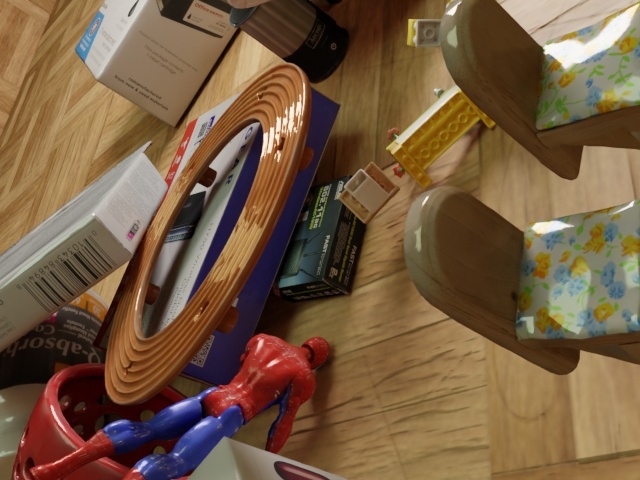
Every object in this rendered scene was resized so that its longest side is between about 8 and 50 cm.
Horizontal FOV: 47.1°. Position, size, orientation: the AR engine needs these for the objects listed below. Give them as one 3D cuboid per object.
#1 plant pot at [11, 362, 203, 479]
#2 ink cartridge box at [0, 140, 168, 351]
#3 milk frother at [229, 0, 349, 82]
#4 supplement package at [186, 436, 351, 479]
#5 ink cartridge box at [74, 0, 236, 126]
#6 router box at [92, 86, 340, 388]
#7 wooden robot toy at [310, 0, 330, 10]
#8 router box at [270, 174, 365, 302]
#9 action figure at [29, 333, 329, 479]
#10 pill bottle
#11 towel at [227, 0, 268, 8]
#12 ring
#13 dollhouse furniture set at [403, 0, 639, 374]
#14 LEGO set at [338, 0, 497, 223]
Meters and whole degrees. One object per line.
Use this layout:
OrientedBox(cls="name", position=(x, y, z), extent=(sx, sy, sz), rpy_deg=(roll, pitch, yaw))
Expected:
OrientedBox(cls="plant pot", position=(-0.215, 0.246, 0.734), extent=(0.174, 0.191, 0.191), rpy_deg=(-62, 33, 10))
OrientedBox(cls="ink cartridge box", position=(-0.338, 0.029, 0.905), extent=(0.324, 0.071, 0.330), rpy_deg=(-35, 17, 11))
OrientedBox(cls="milk frother", position=(-0.052, -0.288, 0.967), extent=(0.143, 0.134, 0.129), rpy_deg=(-10, 57, 50))
OrientedBox(cls="supplement package", position=(-0.039, 0.308, 0.486), extent=(0.204, 0.145, 0.262), rpy_deg=(-51, 35, 14))
OrientedBox(cls="ink cartridge box", position=(-0.256, -0.442, 1.327), extent=(0.395, 0.166, 0.285), rpy_deg=(-56, 34, 6))
OrientedBox(cls="router box", position=(-0.135, -0.008, 0.873), extent=(0.301, 0.082, 0.335), rpy_deg=(-8, 59, 61))
OrientedBox(cls="wooden robot toy", position=(0.014, -0.361, 1.022), extent=(0.173, 0.076, 0.079), rpy_deg=(19, 116, 56))
OrientedBox(cls="router box", position=(0.000, 0.000, 0.765), extent=(0.092, 0.038, 0.122), rpy_deg=(-14, 55, 48))
OrientedBox(cls="action figure", position=(-0.098, 0.178, 0.645), extent=(0.091, 0.280, 0.139), rpy_deg=(37, 139, 31))
OrientedBox(cls="pill bottle", position=(-0.372, 0.200, 0.996), extent=(0.162, 0.162, 0.278), rpy_deg=(-43, 37, 25))
OrientedBox(cls="towel", position=(-0.004, -0.401, 0.914), extent=(0.317, 0.053, 0.332), rpy_deg=(-21, 37, -6))
OrientedBox(cls="ring", position=(-0.102, -0.008, 0.665), extent=(0.336, 0.032, 0.337), rpy_deg=(-44, 30, 33))
OrientedBox(cls="dollhouse furniture set", position=(0.204, -0.169, 0.309), extent=(0.362, 0.256, 0.394), rpy_deg=(-15, 55, 45))
OrientedBox(cls="LEGO set", position=(0.100, -0.155, 0.697), extent=(0.107, 0.132, 0.287), rpy_deg=(-117, 38, -71))
